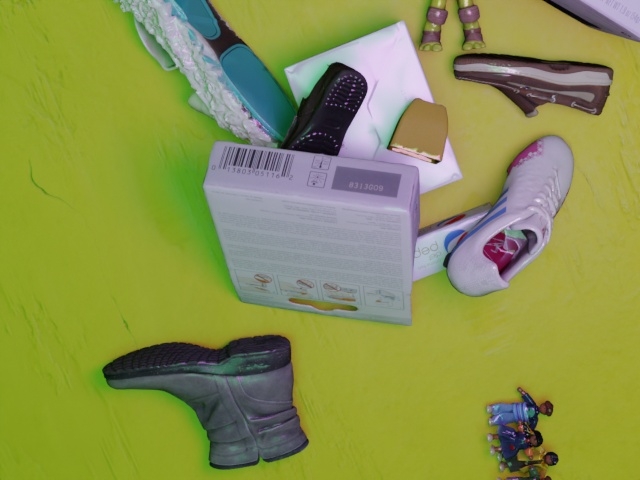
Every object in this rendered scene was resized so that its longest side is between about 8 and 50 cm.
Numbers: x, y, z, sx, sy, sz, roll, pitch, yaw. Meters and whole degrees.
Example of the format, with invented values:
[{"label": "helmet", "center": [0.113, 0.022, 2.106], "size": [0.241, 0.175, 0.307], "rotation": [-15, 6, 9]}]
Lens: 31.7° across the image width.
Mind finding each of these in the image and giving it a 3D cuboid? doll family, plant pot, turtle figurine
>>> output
[{"label": "doll family", "center": [0.352, 0.349, 1.925], "size": [0.111, 0.076, 0.193], "rotation": [-10, 105, 24]}, {"label": "plant pot", "center": [0.153, -0.167, 1.696], "size": [0.082, 0.081, 0.083], "rotation": [18, 90, -1]}, {"label": "turtle figurine", "center": [0.195, -0.411, 1.785], "size": [0.270, 0.087, 0.217], "rotation": [-5, 106, -16]}]

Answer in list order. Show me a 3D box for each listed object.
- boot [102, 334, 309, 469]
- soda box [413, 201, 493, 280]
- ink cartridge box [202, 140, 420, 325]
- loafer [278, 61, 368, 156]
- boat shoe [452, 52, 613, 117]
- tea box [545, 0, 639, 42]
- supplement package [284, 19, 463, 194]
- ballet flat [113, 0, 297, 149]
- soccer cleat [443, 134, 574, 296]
[{"label": "boot", "center": [-0.198, 0.291, 1.930], "size": [0.338, 0.118, 0.222], "rotation": [-4, 105, 8]}, {"label": "soda box", "center": [0.196, 0.010, 1.873], "size": [0.216, 0.074, 0.069], "rotation": [-22, 99, 7]}, {"label": "ink cartridge box", "center": [0.000, 0.000, 1.772], "size": [0.308, 0.385, 0.091], "rotation": [7, 62, 10]}, {"label": "loafer", "center": [-0.002, -0.176, 1.708], "size": [0.080, 0.078, 0.220], "rotation": [21, 119, -30]}, {"label": "boat shoe", "center": [0.338, -0.243, 1.812], "size": [0.258, 0.095, 0.095], "rotation": [6, 106, 2]}, {"label": "tea box", "center": [0.397, -0.511, 1.649], "size": [0.329, 0.220, 0.323], "rotation": [23, 100, -22]}, {"label": "supplement package", "center": [0.085, -0.192, 1.806], "size": [0.204, 0.145, 0.261], "rotation": [-21, 98, 6]}, {"label": "ballet flat", "center": [-0.190, -0.294, 1.829], "size": [0.147, 0.147, 0.409], "rotation": [-36, 94, 9]}, {"label": "soccer cleat", "center": [0.328, -0.038, 1.764], "size": [0.116, 0.143, 0.331], "rotation": [46, 67, -19]}]
